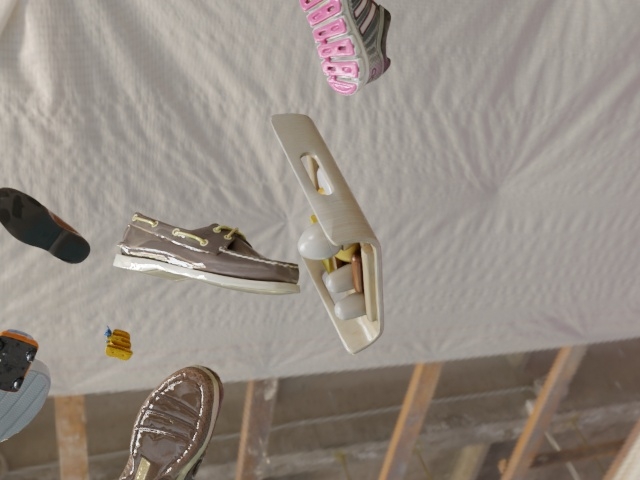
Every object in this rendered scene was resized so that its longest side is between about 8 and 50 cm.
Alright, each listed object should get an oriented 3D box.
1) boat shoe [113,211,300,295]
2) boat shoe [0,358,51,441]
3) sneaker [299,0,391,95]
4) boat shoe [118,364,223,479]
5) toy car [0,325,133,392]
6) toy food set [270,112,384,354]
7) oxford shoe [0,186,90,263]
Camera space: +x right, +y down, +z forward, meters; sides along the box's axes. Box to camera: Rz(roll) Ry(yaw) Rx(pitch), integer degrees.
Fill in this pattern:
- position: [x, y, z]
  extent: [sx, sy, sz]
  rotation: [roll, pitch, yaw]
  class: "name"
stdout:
- position: [-0.170, 0.020, 1.242]
  extent: [0.116, 0.324, 0.096]
  rotation: [26, -106, -59]
  class: "boat shoe"
- position: [-0.518, 0.257, 1.192]
  extent: [0.302, 0.094, 0.109]
  rotation: [-39, -47, 8]
  class: "boat shoe"
- position: [0.028, -0.232, 0.818]
  extent: [0.075, 0.063, 0.170]
  rotation: [-20, -82, -45]
  class: "sneaker"
- position: [-0.184, 0.255, 1.031]
  extent: [0.257, 0.095, 0.095]
  rotation: [-60, -18, 19]
  class: "boat shoe"
- position: [-0.223, 0.099, 0.700]
  extent: [0.122, 0.040, 0.060]
  rotation: [6, -61, -13]
  class: "toy car"
- position: [0.000, 0.000, 1.130]
  extent: [0.092, 0.219, 0.306]
  rotation: [-21, -33, -9]
  class: "toy food set"
- position: [-0.514, -0.032, 1.485]
  extent: [0.076, 0.076, 0.212]
  rotation: [-46, -46, -3]
  class: "oxford shoe"
